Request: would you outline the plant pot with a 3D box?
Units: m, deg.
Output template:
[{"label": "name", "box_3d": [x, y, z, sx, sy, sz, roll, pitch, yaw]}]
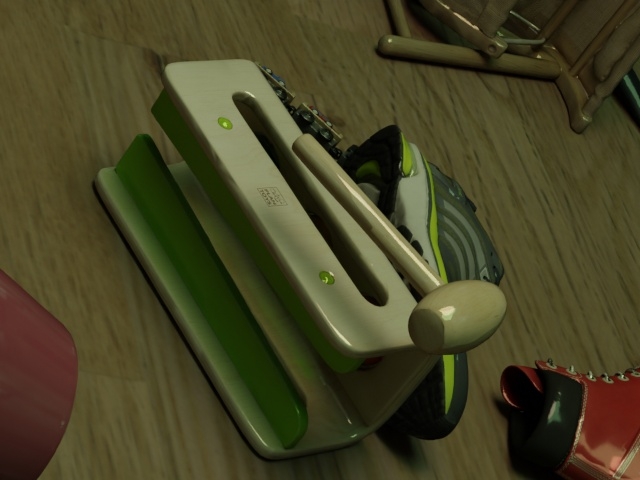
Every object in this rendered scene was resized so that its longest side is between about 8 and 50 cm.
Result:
[{"label": "plant pot", "box_3d": [-0.246, 0.069, 1.122, 0.180, 0.201, 0.201, 31, 32, -36]}]

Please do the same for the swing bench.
[{"label": "swing bench", "box_3d": [0.210, -0.272, 1.858, 0.254, 0.253, 0.165, 18, 39, -27]}]

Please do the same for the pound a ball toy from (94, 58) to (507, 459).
[{"label": "pound a ball toy", "box_3d": [0.000, 0.000, 1.391, 0.135, 0.208, 0.319, -6, 52, -45]}]

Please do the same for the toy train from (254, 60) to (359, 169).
[{"label": "toy train", "box_3d": [-0.006, -0.097, 1.658, 0.158, 0.027, 0.036, 41, 31, 5]}]

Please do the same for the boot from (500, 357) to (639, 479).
[{"label": "boot", "box_3d": [0.235, 0.116, 1.579, 0.176, 0.088, 0.244, 33, 38, -4]}]

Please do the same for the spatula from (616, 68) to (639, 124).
[{"label": "spatula", "box_3d": [0.356, -0.096, 1.979, 0.084, 0.030, 0.296, -5, 53, -42]}]

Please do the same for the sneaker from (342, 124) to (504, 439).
[{"label": "sneaker", "box_3d": [0.090, 0.036, 1.525, 0.121, 0.111, 0.300, 26, 38, -26]}]
